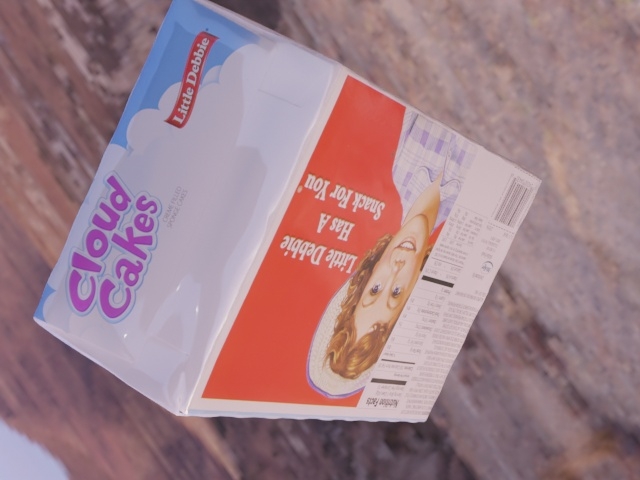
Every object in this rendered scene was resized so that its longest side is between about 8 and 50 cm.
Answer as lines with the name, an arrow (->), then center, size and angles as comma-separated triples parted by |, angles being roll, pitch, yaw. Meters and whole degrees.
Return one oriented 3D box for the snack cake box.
snack cake box -> 0.000, 0.000, 0.678 | 0.089, 0.152, 0.264 | 28, -175, 26
